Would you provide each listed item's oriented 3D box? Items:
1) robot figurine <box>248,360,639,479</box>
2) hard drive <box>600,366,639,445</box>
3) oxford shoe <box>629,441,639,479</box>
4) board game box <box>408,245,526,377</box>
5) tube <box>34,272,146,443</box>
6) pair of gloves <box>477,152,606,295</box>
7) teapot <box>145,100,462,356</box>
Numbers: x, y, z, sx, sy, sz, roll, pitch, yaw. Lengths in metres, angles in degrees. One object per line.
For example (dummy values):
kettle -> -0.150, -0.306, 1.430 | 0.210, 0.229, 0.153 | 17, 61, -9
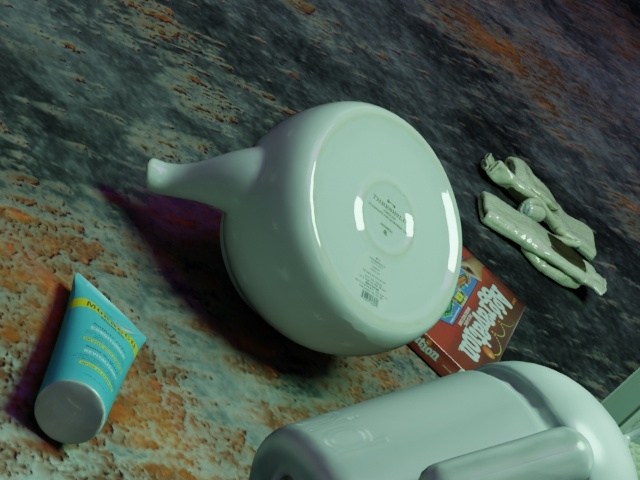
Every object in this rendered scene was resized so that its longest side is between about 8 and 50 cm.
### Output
robot figurine -> 0.086, 0.205, 1.368 | 0.353, 0.300, 0.199 | -14, 77, -26
hard drive -> 0.442, 0.184, 2.128 | 0.307, 0.203, 0.040 | 16, 35, -49
oxford shoe -> 0.205, 0.316, 1.529 | 0.169, 0.130, 0.449 | 16, 35, 5
board game box -> 0.146, 0.074, 2.059 | 0.145, 0.027, 0.281 | 44, 22, -1
tube -> -0.178, 0.091, 1.458 | 0.080, 0.052, 0.207 | 50, 14, -14
pair of gloves -> 0.294, -0.027, 2.471 | 0.204, 0.042, 0.240 | 39, 22, -10
teapot -> 0.000, 0.000, 1.755 | 0.252, 0.187, 0.256 | -26, 97, -47
